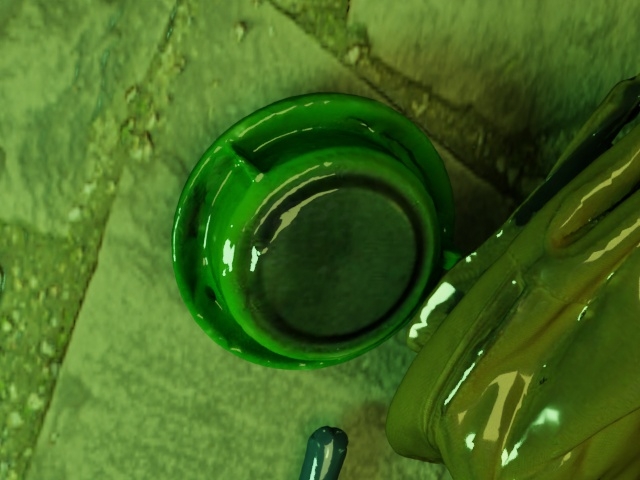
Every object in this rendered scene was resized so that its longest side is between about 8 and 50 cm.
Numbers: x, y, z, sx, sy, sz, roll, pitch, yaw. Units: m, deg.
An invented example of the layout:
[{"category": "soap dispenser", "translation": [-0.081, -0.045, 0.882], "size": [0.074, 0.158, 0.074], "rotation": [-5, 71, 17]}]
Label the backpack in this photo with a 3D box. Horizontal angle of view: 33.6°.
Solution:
[{"category": "backpack", "translation": [0.228, 0.066, 0.734], "size": [0.378, 0.201, 0.353], "rotation": [-49, 142, 16]}]

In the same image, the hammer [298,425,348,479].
[{"category": "hammer", "translation": [-0.013, 0.235, 0.830], "size": [0.116, 0.069, 0.194], "rotation": [12, 99, -18]}]

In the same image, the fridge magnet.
[{"category": "fridge magnet", "translation": [0.000, 0.000, 0.739], "size": [0.208, 0.088, 0.208], "rotation": [-7, 115, -16]}]
